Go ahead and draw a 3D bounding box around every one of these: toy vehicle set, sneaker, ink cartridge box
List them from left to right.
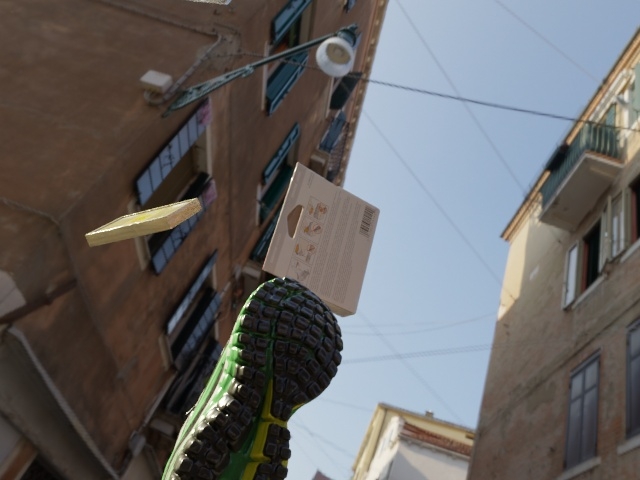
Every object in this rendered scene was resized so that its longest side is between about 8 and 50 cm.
[{"bbox_3d":[-0.476,-0.050,1.419,0.267,0.166,0.035,-11,-73,21],"label":"toy vehicle set"},{"bbox_3d":[-0.088,0.178,0.601,0.134,0.343,0.146,40,-44,-9],"label":"sneaker"},{"bbox_3d":[0.000,0.000,1.261,0.261,0.296,0.066,28,-28,-23],"label":"ink cartridge box"}]

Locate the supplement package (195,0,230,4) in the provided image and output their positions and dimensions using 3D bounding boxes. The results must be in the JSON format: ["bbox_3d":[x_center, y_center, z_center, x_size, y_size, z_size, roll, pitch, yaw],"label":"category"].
[{"bbox_3d":[-0.196,-0.548,0.879,0.203,0.149,0.194,-31,-93,39],"label":"supplement package"}]
